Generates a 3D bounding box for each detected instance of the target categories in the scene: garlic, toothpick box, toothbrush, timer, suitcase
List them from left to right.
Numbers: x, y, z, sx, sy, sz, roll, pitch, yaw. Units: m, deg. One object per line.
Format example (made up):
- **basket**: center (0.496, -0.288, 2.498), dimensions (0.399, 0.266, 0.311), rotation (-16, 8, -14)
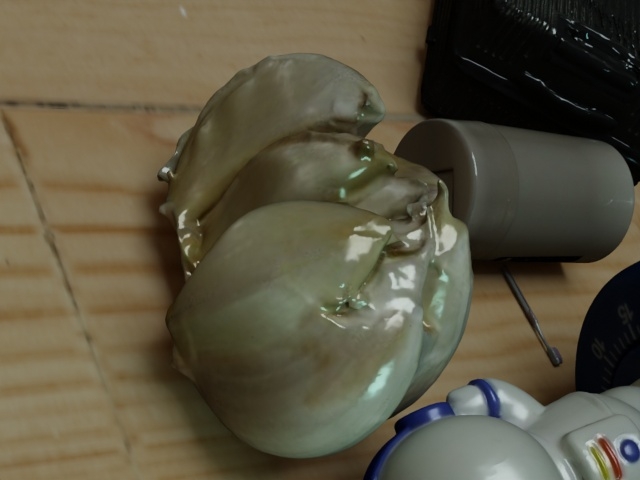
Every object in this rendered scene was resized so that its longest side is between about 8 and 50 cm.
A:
- **garlic**: center (0.011, 0.012, 0.933), dimensions (0.185, 0.203, 0.281), rotation (39, 32, -30)
- **toothpick box**: center (0.153, -0.037, 1.147), dimensions (0.180, 0.111, 0.111), rotation (3, 52, -36)
- **toothbrush**: center (0.171, 0.059, 1.150), dimensions (0.008, 0.006, 0.097), rotation (-3, 56, -40)
- **suitcase**: center (0.227, -0.215, 1.340), dimensions (0.229, 0.152, 0.335), rotation (26, 44, -13)
- **timer**: center (0.196, 0.144, 0.945), dimensions (0.383, 0.270, 0.270), rotation (-14, 62, -26)
